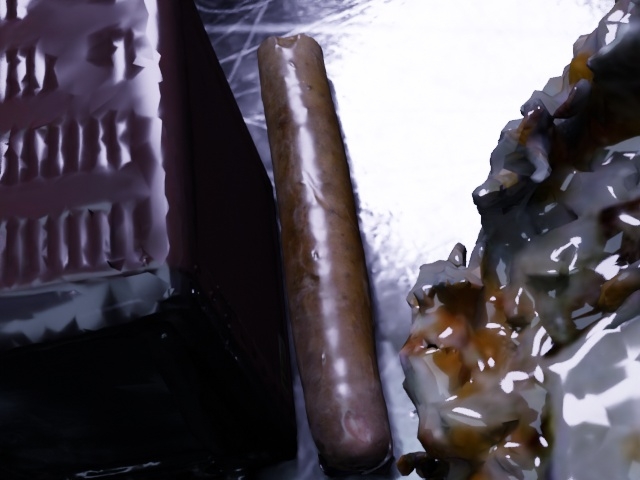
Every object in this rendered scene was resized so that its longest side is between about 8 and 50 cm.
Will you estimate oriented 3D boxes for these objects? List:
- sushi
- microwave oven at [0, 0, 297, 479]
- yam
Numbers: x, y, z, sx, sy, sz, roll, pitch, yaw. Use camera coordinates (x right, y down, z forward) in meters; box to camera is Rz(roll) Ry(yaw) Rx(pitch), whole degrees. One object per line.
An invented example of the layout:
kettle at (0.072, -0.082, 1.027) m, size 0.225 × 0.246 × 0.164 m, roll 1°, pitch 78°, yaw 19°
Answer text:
sushi at (0.225, 0.068, 0.423) m, size 0.417 × 0.176 × 0.417 m, roll -5°, pitch 66°, yaw 11°
microwave oven at (-0.118, 0.016, 0.491) m, size 0.178 × 0.247 × 0.188 m, roll -7°, pitch 65°, yaw 7°
yam at (0.000, 0.000, 0.579) m, size 0.046 × 0.046 × 0.264 m, roll -13°, pitch 63°, yaw 7°
